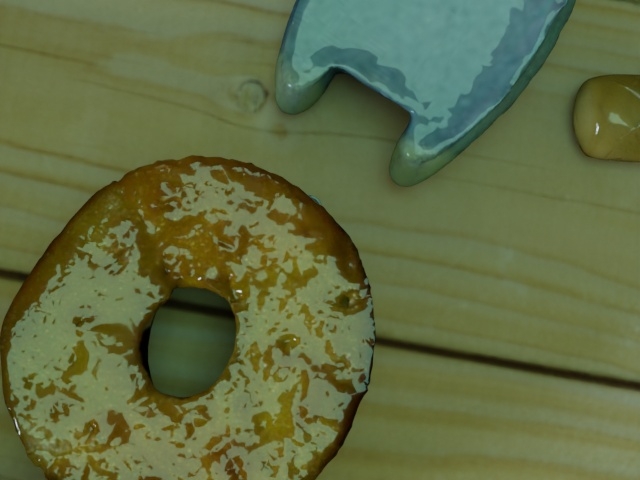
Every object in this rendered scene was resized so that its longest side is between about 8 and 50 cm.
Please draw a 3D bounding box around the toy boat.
[{"bbox_3d":[0.107,-0.214,1.210,0.215,0.123,0.330,30,88,5],"label":"toy boat"}]

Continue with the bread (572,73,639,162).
[{"bbox_3d":[0.287,-0.112,1.234,0.115,0.056,0.082,4,80,-9],"label":"bread"}]

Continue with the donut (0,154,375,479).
[{"bbox_3d":[-0.105,0.086,1.108,0.303,0.110,0.302,1,81,-7],"label":"donut"}]

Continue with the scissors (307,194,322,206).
[{"bbox_3d":[0.000,0.000,1.191,0.036,0.006,0.083,-31,87,-11],"label":"scissors"}]
